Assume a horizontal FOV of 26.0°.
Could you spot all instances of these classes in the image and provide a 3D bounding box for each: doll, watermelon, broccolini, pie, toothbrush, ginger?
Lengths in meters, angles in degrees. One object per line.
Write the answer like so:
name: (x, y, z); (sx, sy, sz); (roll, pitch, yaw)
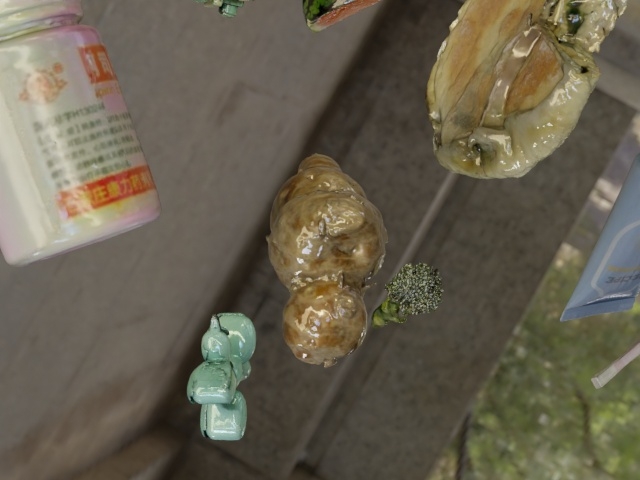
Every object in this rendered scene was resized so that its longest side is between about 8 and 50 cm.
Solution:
doll: (-0.114, 0.155, 1.662); (0.159, 0.059, 0.158); (73, 19, -60)
watermelon: (0.035, -0.324, 1.823); (0.163, 0.087, 0.069); (-24, -149, 25)
broccolini: (0.089, 0.064, 1.571); (0.216, 0.067, 0.058); (133, -50, -79)
pie: (0.213, -0.209, 1.351); (0.337, 0.075, 0.337); (-51, -159, 29)
toothbrush: (0.370, 0.116, 1.579); (0.194, 0.014, 0.017); (-32, -178, -38)
ginger: (0.000, 0.000, 2.096); (0.375, 0.176, 0.256); (-100, -165, -58)

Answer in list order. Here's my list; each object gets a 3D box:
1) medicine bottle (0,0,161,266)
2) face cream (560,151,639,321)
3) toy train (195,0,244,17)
medicine bottle: (-0.369, -0.176, 1.802); (0.219, 0.388, 0.219); (-20, -179, 0)
face cream: (0.459, -0.028, 1.986); (0.136, 0.086, 0.385); (-8, 135, -26)
toy train: (-0.152, -0.444, 2.117); (0.081, 0.125, 0.194); (-166, -94, -68)
